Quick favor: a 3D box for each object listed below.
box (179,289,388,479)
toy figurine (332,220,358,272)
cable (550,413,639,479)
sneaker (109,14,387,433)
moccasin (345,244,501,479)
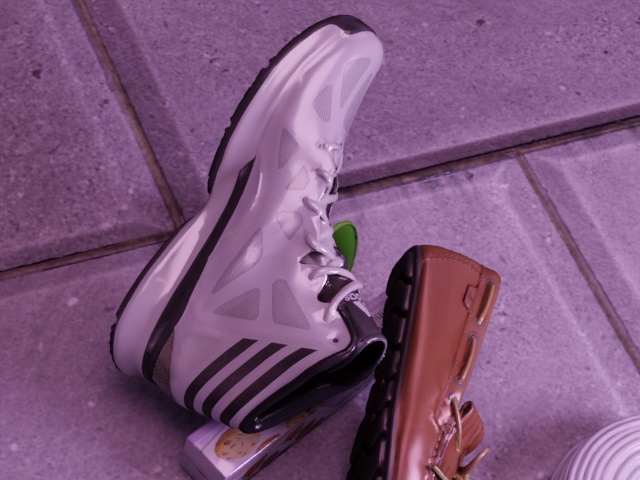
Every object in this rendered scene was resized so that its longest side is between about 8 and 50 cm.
[{"bbox_3d":[-0.012,0.161,1.906,0.324,0.063,0.067,-34,70,-31],"label":"box"},{"bbox_3d":[-0.068,0.028,1.980,0.159,0.130,0.173,24,77,21],"label":"toy figurine"},{"bbox_3d":[0.364,0.304,1.877,0.257,0.089,0.257,-11,58,-20],"label":"cable"},{"bbox_3d":[0.000,0.001,1.830,0.257,0.169,0.447,30,87,23],"label":"sneaker"},{"bbox_3d":[0.117,0.195,1.852,0.147,0.139,0.380,18,62,-12],"label":"moccasin"}]
